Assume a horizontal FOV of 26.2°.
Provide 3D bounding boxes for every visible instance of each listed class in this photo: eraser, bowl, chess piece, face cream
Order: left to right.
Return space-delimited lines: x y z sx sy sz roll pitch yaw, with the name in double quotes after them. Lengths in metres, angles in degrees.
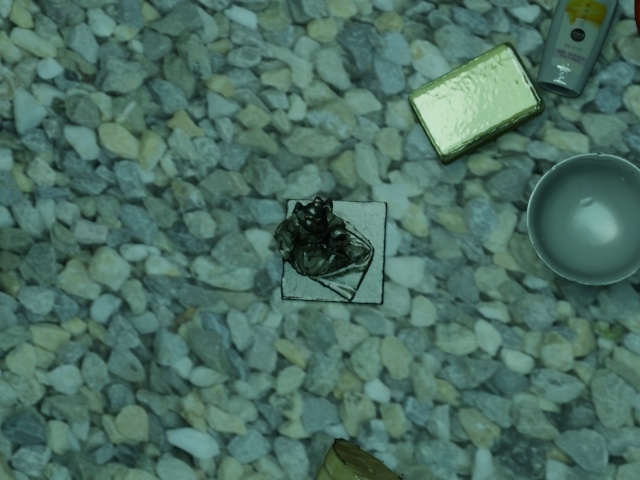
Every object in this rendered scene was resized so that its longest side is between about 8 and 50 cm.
-0.008 0.433 1.917 0.137 0.137 0.301 36 100 11 "chess piece"
0.227 -0.198 2.008 0.172 0.058 0.117 -28 79 2 "eraser"
0.378 -0.311 2.007 0.084 0.057 0.198 18 84 9 "face cream"
0.386 -0.026 1.946 0.189 0.086 0.189 -1 82 7 "bowl"

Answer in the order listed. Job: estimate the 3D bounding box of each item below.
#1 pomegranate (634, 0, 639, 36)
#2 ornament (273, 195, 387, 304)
0.548 -0.314 1.921 0.210 0.210 0.235 -19 119 4 "pomegranate"
0.000 0.000 1.937 0.166 0.196 0.153 1 80 9 "ornament"
